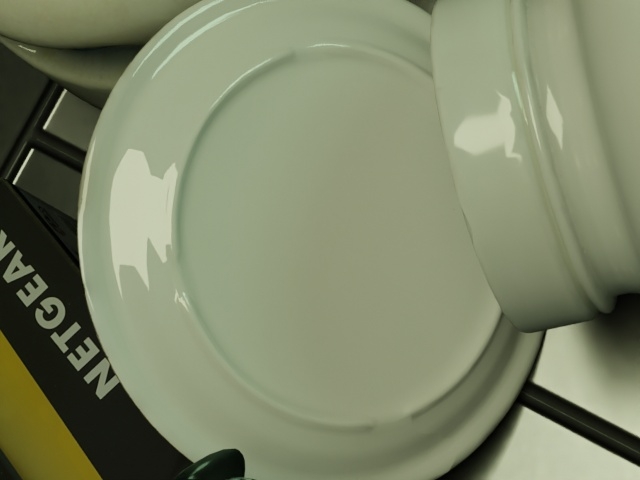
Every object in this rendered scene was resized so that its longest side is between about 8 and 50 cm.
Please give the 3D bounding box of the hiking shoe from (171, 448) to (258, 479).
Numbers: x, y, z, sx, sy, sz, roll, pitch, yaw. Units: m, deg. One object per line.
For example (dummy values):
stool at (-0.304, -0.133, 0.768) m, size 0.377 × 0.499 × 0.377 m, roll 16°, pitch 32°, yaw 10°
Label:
hiking shoe at (-0.011, 0.128, 0.575) m, size 0.304 × 0.113 × 0.132 m, roll -7°, pitch 73°, yaw 16°

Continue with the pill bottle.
pill bottle at (0.208, -0.066, 0.597) m, size 0.322 × 0.181 × 0.182 m, roll -14°, pitch 72°, yaw 16°

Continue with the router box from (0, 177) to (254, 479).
router box at (-0.109, 0.168, 0.705) m, size 0.243 × 0.081 × 0.309 m, roll -44°, pitch 66°, yaw 4°

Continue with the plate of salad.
plate of salad at (0.000, 0.000, 0.680) m, size 0.048 × 0.199 × 0.200 m, roll -13°, pitch 65°, yaw 61°

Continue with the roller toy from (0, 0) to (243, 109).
roller toy at (-0.069, -0.156, 0.740) m, size 0.209 × 0.146 × 0.191 m, roll -34°, pitch 68°, yaw 8°
